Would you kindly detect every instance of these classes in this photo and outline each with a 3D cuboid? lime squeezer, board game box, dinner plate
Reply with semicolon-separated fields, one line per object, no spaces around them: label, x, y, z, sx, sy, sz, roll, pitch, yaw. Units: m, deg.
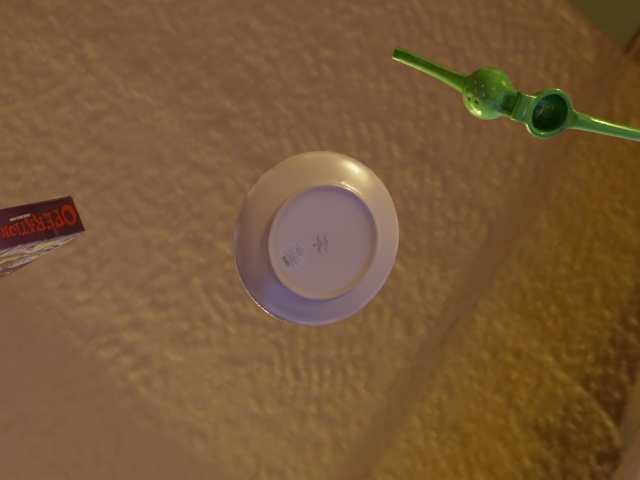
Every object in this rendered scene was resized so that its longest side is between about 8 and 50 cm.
lime squeezer;0.218;-0.146;1.385;0.110;0.311;0.058;14;95;-84
board game box;-0.411;0.036;1.226;0.208;0.056;0.347;-22;178;30
dinner plate;0.000;0.000;1.006;0.141;0.141;0.017;-51;-159;-6
